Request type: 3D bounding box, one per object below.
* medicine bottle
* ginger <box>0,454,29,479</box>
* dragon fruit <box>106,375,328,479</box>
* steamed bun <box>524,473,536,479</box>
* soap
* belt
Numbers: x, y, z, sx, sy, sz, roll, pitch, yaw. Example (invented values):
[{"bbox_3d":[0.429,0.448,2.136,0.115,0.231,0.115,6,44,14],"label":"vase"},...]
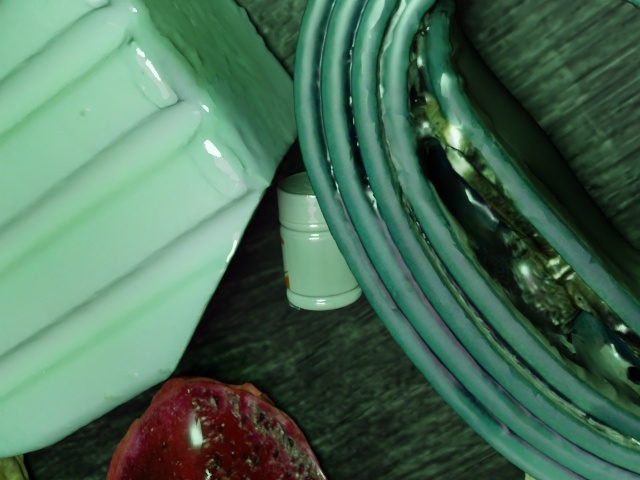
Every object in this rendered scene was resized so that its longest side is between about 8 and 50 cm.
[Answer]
[{"bbox_3d":[0.000,0.000,0.821,0.057,0.057,0.089,0,113,14],"label":"medicine bottle"},{"bbox_3d":[-0.283,0.295,0.947,0.123,0.219,0.270,-7,95,-27],"label":"ginger"},{"bbox_3d":[-0.091,0.244,0.918,0.212,0.134,0.261,-18,78,37],"label":"dragon fruit"},{"bbox_3d":[0.246,0.364,0.851,0.247,0.189,0.427,6,113,3],"label":"steamed bun"},{"bbox_3d":[-0.220,0.003,0.821,0.446,0.156,0.261,-33,102,23],"label":"soap"},{"bbox_3d":[0.176,-0.035,0.699,0.300,0.173,0.436,-35,101,21],"label":"belt"}]
